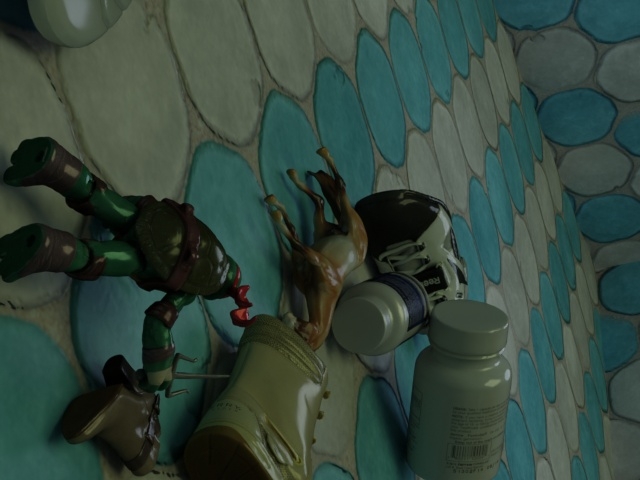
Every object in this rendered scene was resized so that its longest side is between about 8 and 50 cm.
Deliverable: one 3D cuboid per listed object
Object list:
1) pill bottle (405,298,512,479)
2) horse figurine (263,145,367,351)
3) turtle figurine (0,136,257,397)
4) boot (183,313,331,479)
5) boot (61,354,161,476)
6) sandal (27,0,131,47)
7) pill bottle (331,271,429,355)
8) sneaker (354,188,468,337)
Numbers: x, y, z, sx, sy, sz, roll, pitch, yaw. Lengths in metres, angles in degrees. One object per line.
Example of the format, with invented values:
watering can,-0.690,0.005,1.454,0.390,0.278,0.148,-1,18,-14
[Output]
pill bottle,0.188,0.203,1.513,0.131,0.131,0.229,-50,147,-65
horse figurine,0.000,0.000,1.338,0.174,0.066,0.263,63,27,-19
turtle figurine,-0.140,0.015,0.888,0.234,0.118,0.175,32,28,-44
boot,-0.030,0.223,1.096,0.262,0.095,0.203,62,24,-25
boot,-0.156,0.149,0.882,0.118,0.042,0.087,-64,139,-58
sandal,-0.198,-0.339,0.978,0.169,0.102,0.416,72,25,-60
pill bottle,0.074,0.094,1.430,0.169,0.094,0.094,-15,93,-70
sneaker,0.146,0.049,1.602,0.330,0.122,0.146,49,33,-51
